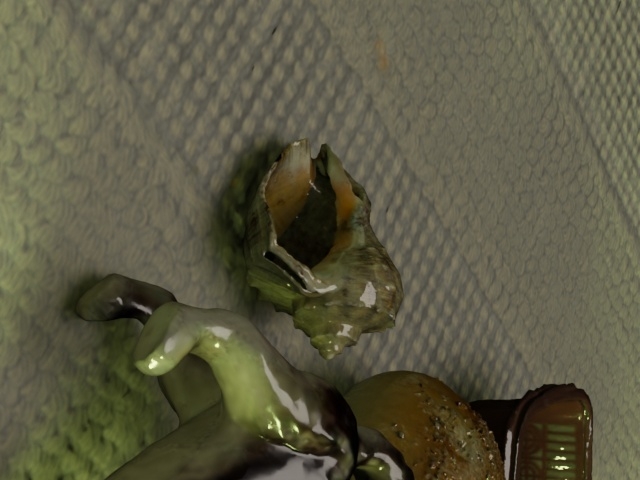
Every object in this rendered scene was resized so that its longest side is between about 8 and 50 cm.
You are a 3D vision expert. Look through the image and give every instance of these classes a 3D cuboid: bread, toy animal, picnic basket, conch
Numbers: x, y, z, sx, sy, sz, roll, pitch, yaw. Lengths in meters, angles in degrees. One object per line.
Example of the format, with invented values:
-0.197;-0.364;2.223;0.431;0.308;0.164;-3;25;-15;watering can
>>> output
0.081;0.261;1.404;0.305;0.159;0.305;5;90;-73;bread
-0.082;0.225;1.121;0.303;0.194;0.344;39;65;-26;toy animal
0.185;0.289;1.630;0.222;0.129;0.296;-3;96;-57;picnic basket
0.000;0.000;1.331;0.155;0.130;0.207;49;39;-62;conch
